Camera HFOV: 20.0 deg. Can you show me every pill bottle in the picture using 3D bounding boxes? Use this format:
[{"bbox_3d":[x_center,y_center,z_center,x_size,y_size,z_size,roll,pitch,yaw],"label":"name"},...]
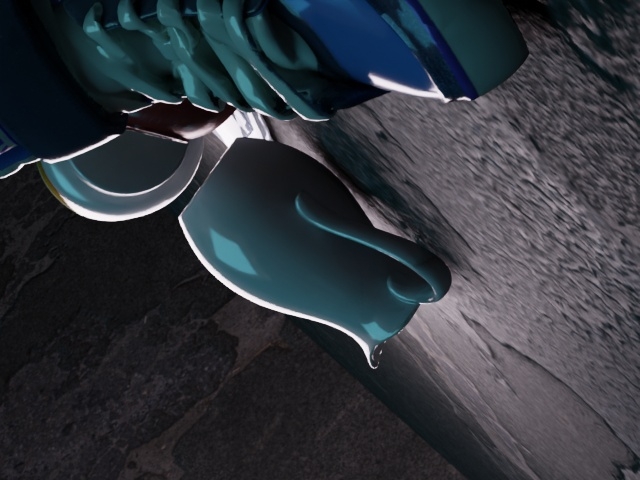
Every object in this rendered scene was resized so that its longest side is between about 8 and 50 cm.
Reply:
[{"bbox_3d":[-0.170,-0.085,1.520,0.136,0.136,0.246,46,173,-7],"label":"pill bottle"}]

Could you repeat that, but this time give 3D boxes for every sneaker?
[{"bbox_3d":[-0.081,-0.082,0.825,0.323,0.236,0.130,40,172,45],"label":"sneaker"}]

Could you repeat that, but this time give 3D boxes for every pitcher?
[{"bbox_3d":[0.000,0.000,1.455,0.207,0.125,0.178,35,153,-4],"label":"pitcher"}]

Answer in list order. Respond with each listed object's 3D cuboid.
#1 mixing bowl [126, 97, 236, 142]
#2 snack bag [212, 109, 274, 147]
[{"bbox_3d":[-0.108,-0.114,1.064,0.181,0.098,0.181,14,-178,0],"label":"mixing bowl"},{"bbox_3d":[-0.160,-0.185,1.594,0.323,0.037,0.342,43,173,20],"label":"snack bag"}]
